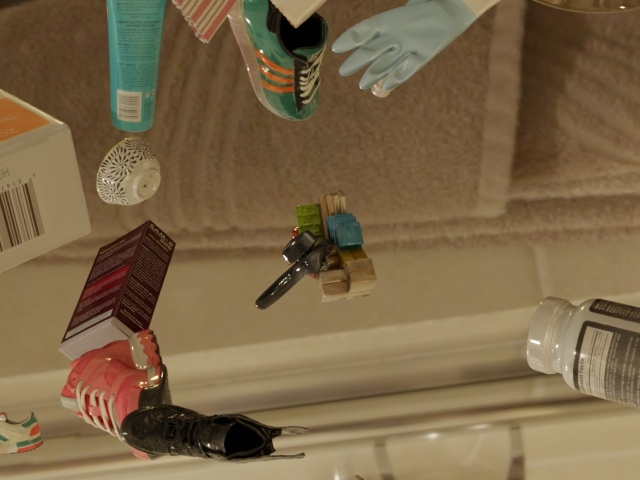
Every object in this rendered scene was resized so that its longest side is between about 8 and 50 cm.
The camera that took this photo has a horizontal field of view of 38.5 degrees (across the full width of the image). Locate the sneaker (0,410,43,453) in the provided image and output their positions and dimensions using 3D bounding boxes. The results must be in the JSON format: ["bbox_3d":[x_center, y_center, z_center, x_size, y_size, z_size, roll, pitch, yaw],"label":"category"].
[{"bbox_3d":[-0.580,0.345,1.628,0.057,0.161,0.075,-167,70,-75],"label":"sneaker"}]

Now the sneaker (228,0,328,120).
[{"bbox_3d":[-0.042,-0.282,1.410,0.108,0.121,0.302,-63,-28,-21],"label":"sneaker"}]

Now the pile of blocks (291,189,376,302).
[{"bbox_3d":[0.000,0.000,1.612,0.362,0.113,0.149,-126,30,-71],"label":"pile of blocks"}]

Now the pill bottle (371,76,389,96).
[{"bbox_3d":[0.101,-0.256,1.387,0.083,0.043,0.043,110,158,-56],"label":"pill bottle"}]

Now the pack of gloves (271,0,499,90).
[{"bbox_3d":[0.075,-0.265,0.919,0.195,0.232,0.046,49,174,14],"label":"pack of gloves"}]

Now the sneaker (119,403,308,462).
[{"bbox_3d":[-0.104,0.186,0.881,0.089,0.170,0.051,136,145,-66],"label":"sneaker"}]

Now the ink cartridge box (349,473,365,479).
[{"bbox_3d":[0.086,0.520,1.456,0.232,0.171,0.168,47,171,2],"label":"ink cartridge box"}]

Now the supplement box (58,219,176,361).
[{"bbox_3d":[-0.330,0.089,1.507,0.073,0.130,0.239,45,-146,-30],"label":"supplement box"}]

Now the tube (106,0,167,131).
[{"bbox_3d":[-0.223,-0.232,1.101,0.052,0.080,0.207,50,140,42],"label":"tube"}]

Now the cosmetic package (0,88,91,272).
[{"bbox_3d":[-0.528,-0.110,1.221,0.453,0.230,0.161,26,132,40],"label":"cosmetic package"}]

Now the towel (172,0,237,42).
[{"bbox_3d":[-0.129,-0.331,1.079,0.144,0.029,0.197,-55,-15,-4],"label":"towel"}]

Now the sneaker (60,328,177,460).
[{"bbox_3d":[-0.259,0.208,1.163,0.314,0.136,0.116,-148,49,-72],"label":"sneaker"}]

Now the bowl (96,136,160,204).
[{"bbox_3d":[-0.416,-0.142,2.073,0.170,0.080,0.170,-42,-30,-32],"label":"bowl"}]

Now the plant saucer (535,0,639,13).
[{"bbox_3d":[0.394,-0.411,1.318,0.278,0.278,0.041,69,-149,-76],"label":"plant saucer"}]

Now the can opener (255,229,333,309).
[{"bbox_3d":[-0.045,0.054,1.521,0.073,0.186,0.059,49,-143,9],"label":"can opener"}]

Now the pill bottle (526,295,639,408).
[{"bbox_3d":[0.496,0.185,1.509,0.162,0.278,0.162,-25,-59,-51],"label":"pill bottle"}]
